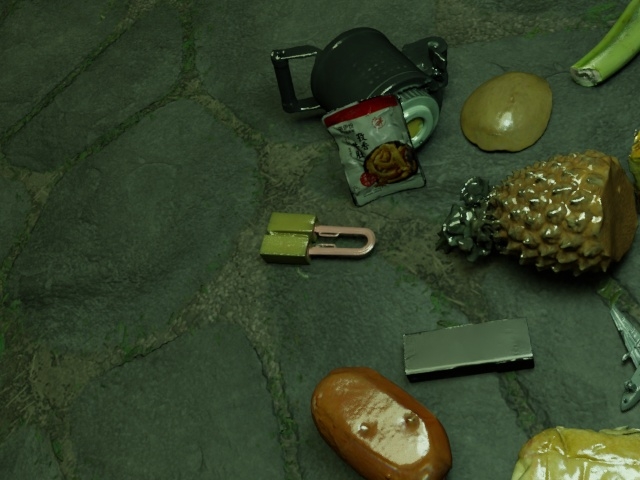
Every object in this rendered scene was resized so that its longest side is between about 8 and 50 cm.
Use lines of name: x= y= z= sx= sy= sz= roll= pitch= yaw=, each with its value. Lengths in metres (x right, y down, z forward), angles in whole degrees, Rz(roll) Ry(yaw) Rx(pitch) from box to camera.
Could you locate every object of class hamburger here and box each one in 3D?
hamburger: x=0.368 y=0.385 z=1.115 sx=0.209 sy=0.162 sz=0.330 roll=26 pitch=73 yaw=34

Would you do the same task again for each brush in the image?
brush: x=0.000 y=0.000 z=1.567 sx=0.234 sy=0.047 sz=0.103 roll=3 pitch=60 yaw=21

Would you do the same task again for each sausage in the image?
sausage: x=0.094 y=0.309 z=1.276 sx=0.268 sy=0.141 sz=0.153 roll=33 pitch=74 yaw=34

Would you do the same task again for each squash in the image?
squash: x=0.616 y=-0.410 z=1.582 sx=0.250 sy=0.083 sz=0.083 roll=-46 pitch=55 yaw=-7

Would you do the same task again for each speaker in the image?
speaker: x=0.255 y=0.192 z=1.350 sx=0.218 sy=0.044 sz=0.082 roll=-11 pitch=56 yaw=14

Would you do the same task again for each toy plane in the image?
toy plane: x=0.544 y=0.176 z=1.246 sx=0.226 sy=0.058 sz=0.226 roll=-47 pitch=40 yaw=-12

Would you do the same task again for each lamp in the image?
lamp: x=0.108 y=-0.296 z=1.611 sx=0.374 sy=0.205 sz=0.272 roll=-13 pitch=51 yaw=-1

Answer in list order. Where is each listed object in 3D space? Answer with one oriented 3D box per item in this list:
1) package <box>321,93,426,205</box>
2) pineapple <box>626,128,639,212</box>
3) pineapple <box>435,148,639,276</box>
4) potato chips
package: x=0.107 y=-0.174 z=1.521 sx=0.154 sy=0.239 sz=0.030 roll=-16 pitch=39 yaw=11
pineapple: x=0.612 y=-0.129 z=1.358 sx=0.115 sy=0.236 sz=0.186 roll=19 pitch=106 yaw=30
pineapple: x=0.356 y=-0.044 z=1.383 sx=0.357 sy=0.223 sz=0.222 roll=-3 pitch=56 yaw=40
potato chips: x=0.382 y=-0.278 z=1.593 sx=0.208 sy=0.062 sz=0.195 roll=-39 pitch=52 yaw=-3
